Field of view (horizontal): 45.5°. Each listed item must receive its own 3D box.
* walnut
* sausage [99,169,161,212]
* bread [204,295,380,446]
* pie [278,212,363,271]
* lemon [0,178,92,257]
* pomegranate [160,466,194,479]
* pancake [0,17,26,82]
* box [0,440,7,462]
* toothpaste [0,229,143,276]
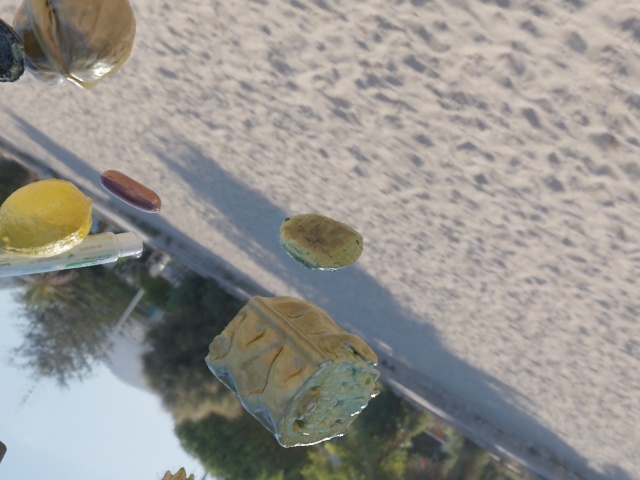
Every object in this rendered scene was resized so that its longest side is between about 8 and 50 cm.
[{"bbox_3d":[-0.583,-0.496,1.805,0.296,0.285,0.285,-8,160,14],"label":"walnut"},{"bbox_3d":[-0.542,-0.139,2.187,0.194,0.077,0.077,29,173,-13],"label":"sausage"},{"bbox_3d":[-0.045,0.219,1.339,0.196,0.238,0.252,42,-177,-44],"label":"bread"},{"bbox_3d":[0.000,0.000,2.608,0.306,0.306,0.071,30,129,20],"label":"pie"},{"bbox_3d":[-0.411,-0.031,1.131,0.114,0.155,0.114,50,152,39],"label":"lemon"},{"bbox_3d":[-0.398,0.707,1.962,0.236,0.236,0.302,36,-156,-22],"label":"pomegranate"},{"bbox_3d":[-0.721,-0.423,1.639,0.199,0.021,0.199,10,138,9],"label":"pancake"},{"bbox_3d":[-0.852,0.507,1.794,0.201,0.090,0.144,-24,121,26],"label":"box"},{"bbox_3d":[-0.448,0.027,1.249,0.314,0.058,0.056,-12,-144,-30],"label":"toothpaste"}]
